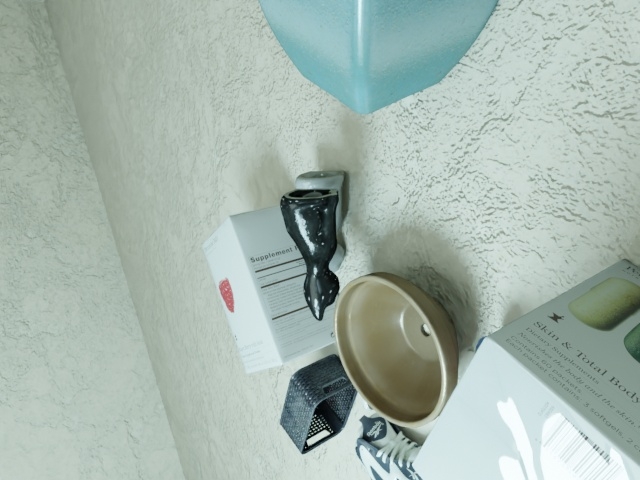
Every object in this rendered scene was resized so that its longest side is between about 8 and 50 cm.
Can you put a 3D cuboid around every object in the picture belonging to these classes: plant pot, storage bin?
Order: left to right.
[{"bbox_3d":[-0.003,0.338,1.006,0.084,0.122,0.180,43,134,35],"label":"storage bin"},{"bbox_3d":[0.066,-0.310,0.588,0.248,0.247,0.252,45,153,35],"label":"plant pot"},{"bbox_3d":[0.135,0.156,0.764,0.237,0.109,0.238,25,123,48],"label":"plant pot"}]

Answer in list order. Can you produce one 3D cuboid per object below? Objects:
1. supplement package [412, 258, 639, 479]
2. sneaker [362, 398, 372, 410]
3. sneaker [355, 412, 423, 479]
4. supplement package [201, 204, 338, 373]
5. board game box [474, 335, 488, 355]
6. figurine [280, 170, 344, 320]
[{"bbox_3d":[0.269,0.177,0.458,0.199,0.262,0.198,43,134,36],"label":"supplement package"},{"bbox_3d":[0.097,0.287,0.937,0.035,0.031,0.084,-14,95,41],"label":"sneaker"},{"bbox_3d":[0.131,0.370,0.859,0.153,0.094,0.235,52,149,16],"label":"sneaker"},{"bbox_3d":[-0.096,0.095,0.996,0.177,0.175,0.293,-33,75,54],"label":"supplement package"},{"bbox_3d":[0.229,0.213,0.635,0.033,0.133,0.169,-27,80,34],"label":"board game box"},{"bbox_3d":[0.000,0.000,0.845,0.092,0.215,0.210,-2,110,8],"label":"figurine"}]
